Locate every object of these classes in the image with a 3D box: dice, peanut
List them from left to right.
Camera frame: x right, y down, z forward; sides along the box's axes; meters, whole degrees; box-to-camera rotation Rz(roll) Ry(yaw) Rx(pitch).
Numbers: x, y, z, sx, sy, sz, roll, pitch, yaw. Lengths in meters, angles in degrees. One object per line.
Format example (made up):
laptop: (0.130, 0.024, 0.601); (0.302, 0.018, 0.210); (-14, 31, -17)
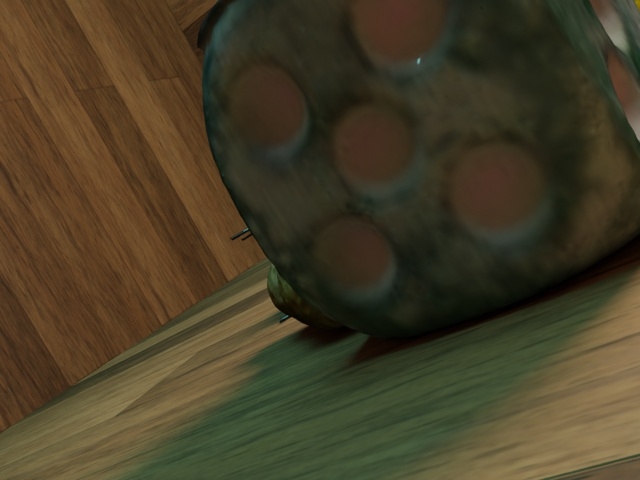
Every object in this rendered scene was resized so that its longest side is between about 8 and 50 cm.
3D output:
peanut: (-0.007, 0.048, 0.854); (0.110, 0.120, 0.236); (-69, 18, -7)
dice: (0.112, -0.134, 0.657); (0.330, 0.348, 0.328); (-29, 5, 37)

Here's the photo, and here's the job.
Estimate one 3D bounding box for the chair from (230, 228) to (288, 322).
chair: (0.000, 0.000, 1.178); (0.247, 0.158, 0.172); (-31, 1, 2)

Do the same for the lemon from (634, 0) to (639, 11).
lemon: (0.706, -0.464, 1.343); (0.267, 0.267, 0.267); (-29, 4, 2)
